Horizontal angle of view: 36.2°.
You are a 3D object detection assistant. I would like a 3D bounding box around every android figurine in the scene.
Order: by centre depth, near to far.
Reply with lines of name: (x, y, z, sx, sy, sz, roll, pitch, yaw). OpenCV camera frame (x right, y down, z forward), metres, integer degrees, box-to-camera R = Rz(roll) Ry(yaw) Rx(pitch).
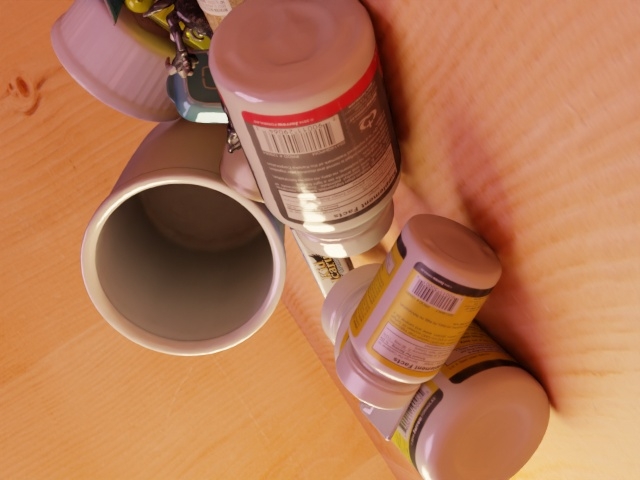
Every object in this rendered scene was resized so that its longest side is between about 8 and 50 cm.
android figurine: (-0.200, -0.328, 1.562, 0.248, 0.056, 0.273, 33, -175, -22)

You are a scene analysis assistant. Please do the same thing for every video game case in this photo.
video game case: (0.000, 0.000, 1.636, 0.269, 0.061, 0.244, -109, -7, -58)

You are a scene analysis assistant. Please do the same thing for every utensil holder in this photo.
utensil holder: (-0.217, -0.036, 1.724, 0.327, 0.328, 0.385, 62, -168, -23)

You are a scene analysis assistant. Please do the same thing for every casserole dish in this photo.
casserole dish: (-0.126, -0.227, 1.411, 0.037, 0.189, 0.114, 127, 139, -67)

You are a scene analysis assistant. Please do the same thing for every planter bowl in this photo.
planter bowl: (-0.067, -0.145, 1.490, 0.162, 0.162, 0.109, 50, 140, 38)

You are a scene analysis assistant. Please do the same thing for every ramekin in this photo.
ramekin: (-0.324, -0.354, 1.745, 0.277, 0.135, 0.277, 30, -148, -21)

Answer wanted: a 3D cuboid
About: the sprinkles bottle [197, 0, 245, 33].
sprinkles bottle: (-0.104, -0.329, 1.118, 0.121, 0.121, 0.355, 46, 165, 49)

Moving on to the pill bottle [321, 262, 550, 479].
pill bottle: (0.136, 0.170, 1.316, 0.334, 0.188, 0.188, 47, 166, 50)

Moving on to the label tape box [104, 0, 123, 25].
label tape box: (-0.403, -0.535, 1.576, 0.249, 0.115, 0.347, 69, -167, -47)

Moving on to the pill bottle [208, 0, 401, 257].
pill bottle: (-0.002, -0.119, 1.118, 0.176, 0.176, 0.318, 51, 168, 35)

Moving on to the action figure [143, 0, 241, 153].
action figure: (-0.134, -0.262, 1.321, 0.141, 0.164, 0.275, -152, 39, -78)

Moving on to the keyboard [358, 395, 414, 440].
keyboard: (0.120, 0.118, 1.187, 0.014, 0.256, 0.072, 13, -162, -41)

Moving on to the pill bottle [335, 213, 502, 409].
pill bottle: (0.104, 0.084, 1.104, 0.119, 0.119, 0.208, 51, 125, 35)
